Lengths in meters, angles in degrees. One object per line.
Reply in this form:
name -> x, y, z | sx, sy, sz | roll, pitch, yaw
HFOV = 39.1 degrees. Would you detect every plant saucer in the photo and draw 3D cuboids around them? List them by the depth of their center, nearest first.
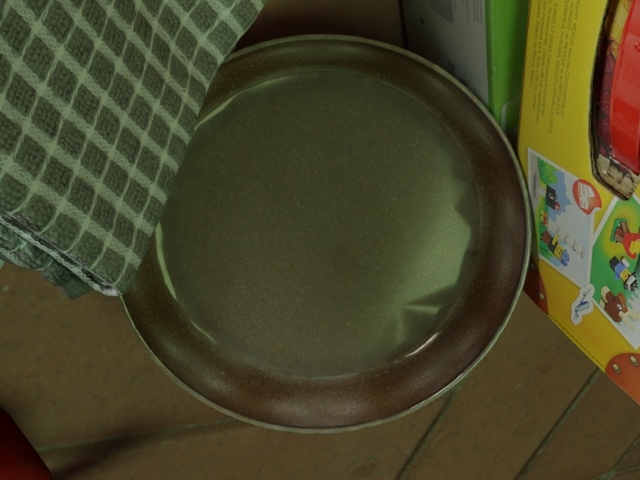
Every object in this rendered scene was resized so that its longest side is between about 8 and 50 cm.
plant saucer -> 0.000, 0.000, 0.680 | 0.310, 0.050, 0.311 | -1, 109, -2

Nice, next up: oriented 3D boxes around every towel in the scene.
towel -> -0.139, -0.127, 0.392 | 0.284, 0.121, 0.235 | 47, 52, -52

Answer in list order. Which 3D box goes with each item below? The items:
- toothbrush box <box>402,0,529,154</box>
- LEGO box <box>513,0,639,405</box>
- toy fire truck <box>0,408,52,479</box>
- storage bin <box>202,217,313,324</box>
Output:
toothbrush box -> 0.208, -0.215, 0.678 | 0.283, 0.122, 0.206 | -29, 140, -14
LEGO box -> 0.332, -0.169, 0.569 | 0.372, 0.193, 0.500 | -26, 138, -17
toy fire truck -> -0.247, 0.233, 0.770 | 0.246, 0.158, 0.217 | -28, 142, -32
storage bin -> -0.045, 0.027, 0.756 | 0.091, 0.098, 0.135 | 26, 111, -38
